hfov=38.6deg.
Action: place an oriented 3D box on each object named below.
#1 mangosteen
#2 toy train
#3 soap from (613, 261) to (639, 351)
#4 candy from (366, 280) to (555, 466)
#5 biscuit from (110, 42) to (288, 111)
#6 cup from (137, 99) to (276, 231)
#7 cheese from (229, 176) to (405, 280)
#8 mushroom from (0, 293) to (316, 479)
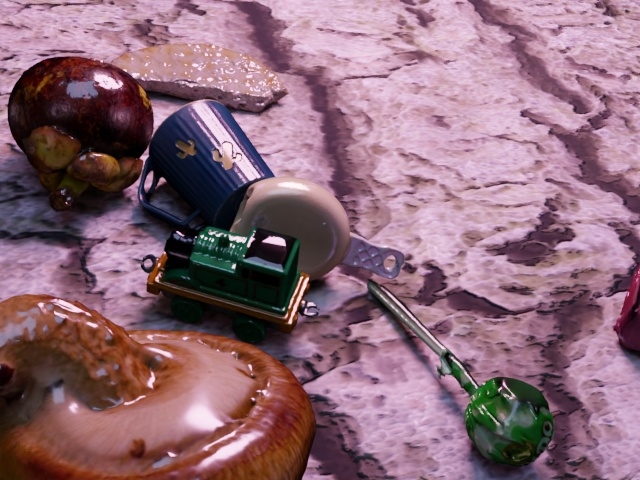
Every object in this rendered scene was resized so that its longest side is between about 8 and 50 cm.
[{"bbox_3d":[-0.324,-0.137,1.223,0.192,0.192,0.217,8,75,-3],"label":"mangosteen"},{"bbox_3d":[-0.106,0.040,1.097,0.227,0.136,0.091,18,45,4],"label":"toy train"},{"bbox_3d":[0.525,0.092,1.185,0.289,0.112,0.182,-1,45,-13],"label":"soap"},{"bbox_3d":[0.151,0.145,1.098,0.097,0.097,0.323,-18,42,-27],"label":"candy"},{"bbox_3d":[-0.193,-0.272,1.466,0.289,0.038,0.141,8,43,-5],"label":"biscuit"},{"bbox_3d":[-0.154,-0.080,1.232,0.176,0.131,0.155,-39,62,-5],"label":"cup"},{"bbox_3d":[0.000,0.000,1.173,0.227,0.137,0.064,18,17,-13],"label":"cheese"},{"bbox_3d":[-0.172,0.170,0.848,0.345,0.260,0.345,-2,22,1],"label":"mushroom"}]
